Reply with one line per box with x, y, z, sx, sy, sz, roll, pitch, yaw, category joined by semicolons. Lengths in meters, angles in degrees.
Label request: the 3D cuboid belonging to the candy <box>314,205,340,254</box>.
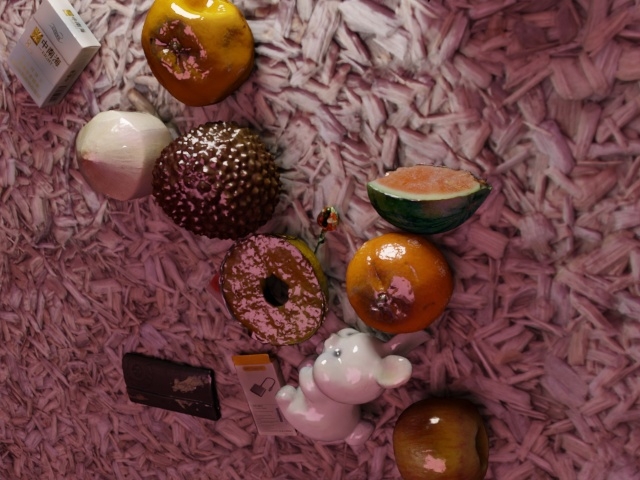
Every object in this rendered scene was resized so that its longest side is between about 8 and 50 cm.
0.000;0.000;1.357;0.055;0.049;0.184;62;142;41;candy

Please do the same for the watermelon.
0.213;-0.058;1.195;0.231;0.128;0.146;12;132;20;watermelon

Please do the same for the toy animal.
0.086;0.319;1.348;0.241;0.196;0.367;41;124;-1;toy animal

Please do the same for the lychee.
-0.218;-0.119;1.287;0.268;0.267;0.267;10;113;23;lychee

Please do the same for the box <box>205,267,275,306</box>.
-0.203;0.126;1.492;0.156;0.060;0.111;43;123;7;box

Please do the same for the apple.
0.263;0.446;1.293;0.188;0.211;0.211;-14;102;30;apple

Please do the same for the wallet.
-0.442;0.431;1.738;0.321;0.044;0.170;6;110;24;wallet

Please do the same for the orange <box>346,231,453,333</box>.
0.159;0.089;1.230;0.224;0.170;0.224;10;116;22;orange

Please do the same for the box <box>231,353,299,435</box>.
-0.144;0.409;1.587;0.129;0.033;0.247;-9;105;30;box

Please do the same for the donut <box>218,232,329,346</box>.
-0.096;0.106;1.363;0.272;0.107;0.272;5;107;18;donut

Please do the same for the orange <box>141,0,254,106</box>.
-0.270;-0.399;1.247;0.249;0.183;0.249;9;111;23;orange

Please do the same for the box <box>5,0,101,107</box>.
-0.674;-0.469;1.490;0.243;0.067;0.155;-37;92;33;box

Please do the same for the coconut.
-0.466;-0.199;1.394;0.224;0.234;0.224;13;117;26;coconut
